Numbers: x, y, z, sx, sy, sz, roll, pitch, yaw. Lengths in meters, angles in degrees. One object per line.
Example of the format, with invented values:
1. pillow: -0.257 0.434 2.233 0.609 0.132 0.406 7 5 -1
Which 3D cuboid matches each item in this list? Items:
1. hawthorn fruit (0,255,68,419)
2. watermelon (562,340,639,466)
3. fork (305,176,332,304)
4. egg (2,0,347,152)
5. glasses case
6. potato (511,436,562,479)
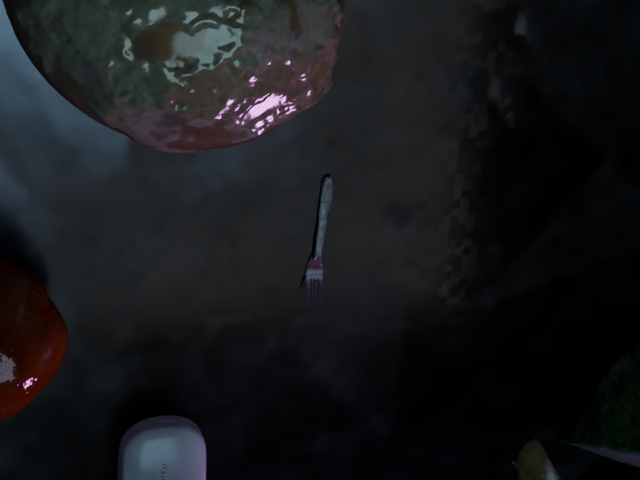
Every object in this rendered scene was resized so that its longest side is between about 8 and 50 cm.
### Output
1. hawthorn fruit: -0.255 0.075 1.255 0.128 0.128 0.128 -8 120 -15
2. watermelon: 0.446 0.129 1.521 0.292 0.319 0.222 22 73 -35
3. fork: 0.000 0.000 1.366 0.016 0.012 0.115 -3 113 -22
4. egg: -0.101 -0.162 1.133 0.245 0.203 0.203 16 111 -15
5. glasses case: -0.139 0.238 1.420 0.074 0.049 0.193 -4 119 -18
6. potato: 0.212 0.234 1.550 0.037 0.036 0.093 -32 124 -5
